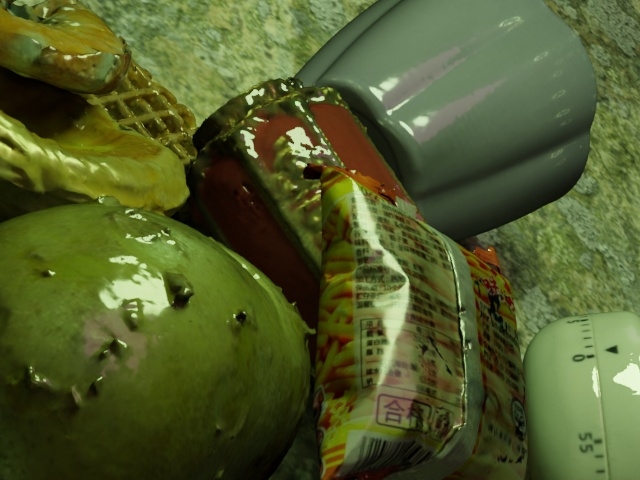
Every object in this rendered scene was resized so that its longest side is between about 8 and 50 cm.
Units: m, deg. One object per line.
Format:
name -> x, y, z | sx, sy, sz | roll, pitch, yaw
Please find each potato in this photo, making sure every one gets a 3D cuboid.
potato -> -0.132, 0.093, 1.062 | 0.219, 0.270, 0.359 | 45, 28, 15

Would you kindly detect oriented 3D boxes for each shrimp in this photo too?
shrimp -> -0.233, -0.172, 1.327 | 0.164, 0.062, 0.317 | 22, 11, -12

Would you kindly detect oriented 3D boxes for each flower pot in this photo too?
flower pot -> 0.086, -0.108, 1.559 | 0.243, 0.265, 0.265 | -29, 74, -42

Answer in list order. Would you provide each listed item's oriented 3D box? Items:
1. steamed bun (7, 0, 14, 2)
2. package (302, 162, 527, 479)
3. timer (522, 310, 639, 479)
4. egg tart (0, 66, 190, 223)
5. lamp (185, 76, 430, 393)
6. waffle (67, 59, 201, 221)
steamed bun -> -0.353, -0.290, 1.356 | 0.232, 0.166, 0.273 | 51, 34, 11
package -> 0.080, 0.090, 1.211 | 0.223, 0.108, 0.288 | 31, 51, -42
timer -> 0.261, 0.170, 1.397 | 0.240, 0.233, 0.233 | -6, 39, 8
egg tart -> -0.252, -0.062, 1.201 | 0.319, 0.128, 0.319 | 27, 9, -4
lamp -> 0.000, 0.000, 1.382 | 0.274, 0.177, 0.177 | 58, 35, 3
waffle -> -0.167, -0.096, 1.446 | 0.191, 0.038, 0.191 | 27, 37, -23
